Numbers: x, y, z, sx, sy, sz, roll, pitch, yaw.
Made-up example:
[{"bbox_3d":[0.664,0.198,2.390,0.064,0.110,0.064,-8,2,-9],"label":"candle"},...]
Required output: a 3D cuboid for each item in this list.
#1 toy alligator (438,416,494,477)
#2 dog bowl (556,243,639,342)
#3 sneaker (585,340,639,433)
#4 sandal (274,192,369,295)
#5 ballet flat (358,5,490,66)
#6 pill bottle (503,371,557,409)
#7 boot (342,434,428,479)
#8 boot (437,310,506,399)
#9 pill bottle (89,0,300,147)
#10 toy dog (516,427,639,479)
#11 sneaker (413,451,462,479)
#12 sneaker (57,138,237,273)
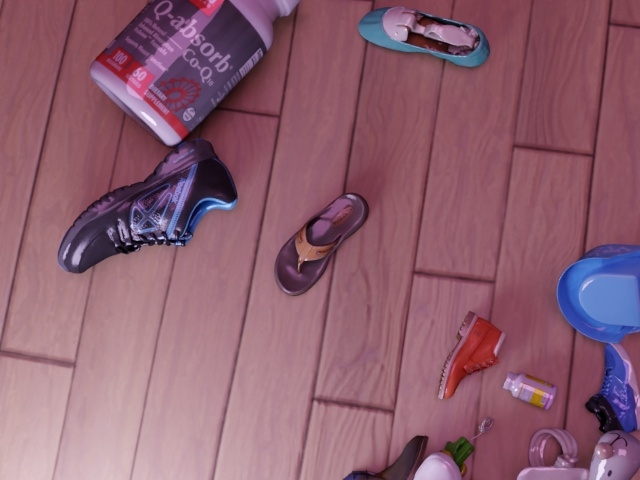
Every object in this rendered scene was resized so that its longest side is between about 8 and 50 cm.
[{"bbox_3d":[0.215,0.361,1.718,0.189,0.056,0.051,-52,38,-6],"label":"toy alligator"},{"bbox_3d":[0.537,0.083,1.669,0.297,0.074,0.165,2,121,30],"label":"dog bowl"},{"bbox_3d":[0.477,0.247,1.712,0.085,0.058,0.152,-13,83,-6],"label":"sneaker"},{"bbox_3d":[0.000,0.000,1.810,0.219,0.060,0.090,-44,77,-5],"label":"sandal"},{"bbox_3d":[0.187,-0.379,1.861,0.247,0.087,0.083,17,80,9],"label":"ballet flat"},{"bbox_3d":[0.350,0.249,1.731,0.083,0.043,0.043,22,81,10],"label":"pill bottle"},{"bbox_3d":[0.087,0.397,1.705,0.106,0.082,0.219,31,84,8],"label":"boot"},{"bbox_3d":[0.254,0.206,1.745,0.085,0.059,0.157,27,80,5],"label":"boot"},{"bbox_3d":[-0.215,-0.359,1.832,0.210,0.210,0.363,40,84,12],"label":"pill bottle"},{"bbox_3d":[0.358,0.438,1.588,0.220,0.161,0.333,4,75,44],"label":"toy dog"},{"bbox_3d":[0.154,0.435,1.637,0.080,0.094,0.212,32,113,26],"label":"sneaker"},{"bbox_3d":[-0.304,-0.035,1.815,0.341,0.125,0.139,-36,82,-1],"label":"sneaker"}]
